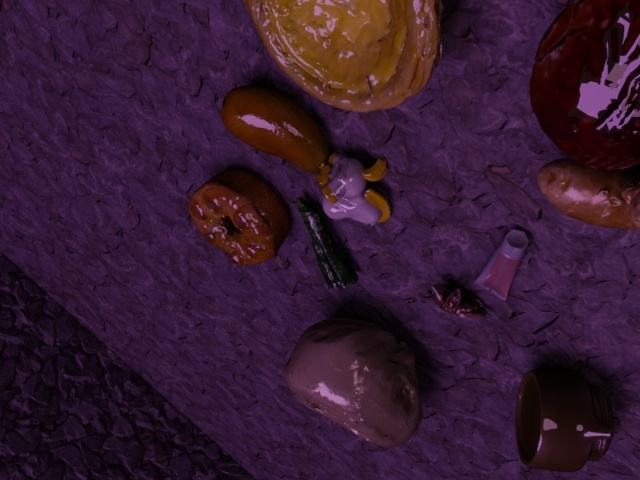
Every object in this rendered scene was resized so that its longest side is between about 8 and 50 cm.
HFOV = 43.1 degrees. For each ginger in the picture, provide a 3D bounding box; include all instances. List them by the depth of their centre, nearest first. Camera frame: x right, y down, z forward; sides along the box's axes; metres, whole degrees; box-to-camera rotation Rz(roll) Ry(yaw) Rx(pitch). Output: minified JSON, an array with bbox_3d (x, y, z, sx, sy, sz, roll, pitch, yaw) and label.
[{"bbox_3d":[0.495,-0.044,1.050,0.347,0.122,0.363,5,-179,-7],"label":"ginger"}]

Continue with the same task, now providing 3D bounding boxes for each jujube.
[{"bbox_3d":[0.378,-0.239,0.913,0.216,0.216,0.342,36,141,7],"label":"jujube"}]

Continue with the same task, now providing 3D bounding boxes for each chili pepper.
[{"bbox_3d":[0.000,0.000,1.696,0.088,0.059,0.227,6,132,48],"label":"chili pepper"}]

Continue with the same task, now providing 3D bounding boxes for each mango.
[{"bbox_3d":[-0.078,-0.206,1.496,0.227,0.099,0.136,33,146,-5],"label":"mango"}]

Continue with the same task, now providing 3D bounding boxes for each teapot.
[{"bbox_3d":[0.470,0.340,1.528,0.175,0.186,0.268,7,176,-1],"label":"teapot"}]

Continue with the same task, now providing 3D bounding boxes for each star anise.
[{"bbox_3d":[0.251,0.113,1.575,0.124,0.056,0.129,38,164,-32],"label":"star anise"}]

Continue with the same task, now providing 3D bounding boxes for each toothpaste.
[{"bbox_3d":[0.324,0.047,1.439,0.067,0.043,0.194,29,152,12],"label":"toothpaste"}]

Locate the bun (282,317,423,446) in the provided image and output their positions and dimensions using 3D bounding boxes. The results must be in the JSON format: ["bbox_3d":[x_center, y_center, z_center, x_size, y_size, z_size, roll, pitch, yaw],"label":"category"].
[{"bbox_3d":[0.085,0.313,1.831,0.326,0.235,0.362,8,151,49],"label":"bun"}]

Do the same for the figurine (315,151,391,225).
[{"bbox_3d":[0.064,-0.081,1.505,0.129,0.109,0.178,-1,140,10],"label":"figurine"}]

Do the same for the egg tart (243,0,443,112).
[{"bbox_3d":[0.042,-0.352,1.162,0.345,0.132,0.345,27,146,20],"label":"egg tart"}]

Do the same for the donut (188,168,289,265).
[{"bbox_3d":[-0.174,-0.048,1.761,0.226,0.114,0.227,27,144,21],"label":"donut"}]
